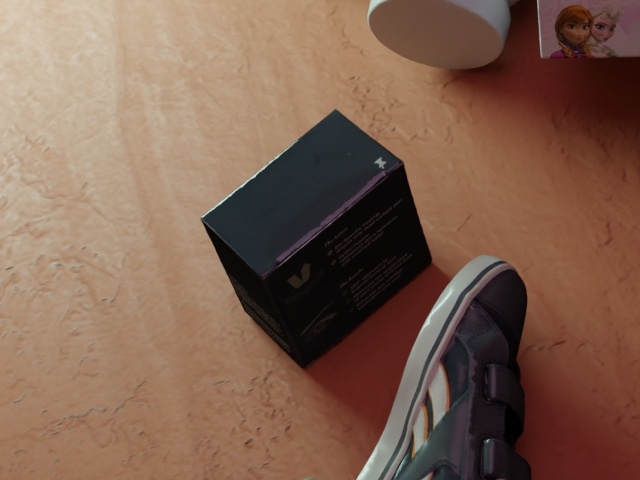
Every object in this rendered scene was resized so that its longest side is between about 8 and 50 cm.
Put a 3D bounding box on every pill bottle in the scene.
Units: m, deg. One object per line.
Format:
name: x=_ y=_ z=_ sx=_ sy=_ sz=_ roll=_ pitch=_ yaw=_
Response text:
pill bottle: x=0.140 y=-0.316 z=1.604 sx=0.162 sy=0.162 sz=0.278 roll=7 pitch=68 yaw=18

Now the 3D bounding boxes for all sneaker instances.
sneaker: x=0.115 y=0.171 z=1.327 sx=0.127 sy=0.126 sz=0.321 roll=19 pitch=75 yaw=29

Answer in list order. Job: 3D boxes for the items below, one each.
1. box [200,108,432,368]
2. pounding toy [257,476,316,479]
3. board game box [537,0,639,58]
box: x=0.000 y=0.000 z=1.444 sx=0.156 sy=0.158 sz=0.093 roll=-39 pitch=57 yaw=-13
pounding toy: x=-0.125 y=0.249 z=1.331 sx=0.237 sy=0.183 sz=0.110 roll=-4 pitch=82 yaw=8
board game box: x=0.367 y=-0.248 z=1.479 sx=0.318 sy=0.066 sz=0.318 roll=0 pitch=27 yaw=15
